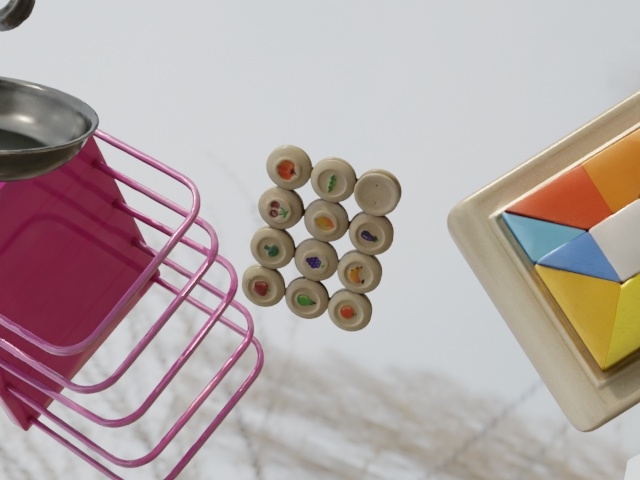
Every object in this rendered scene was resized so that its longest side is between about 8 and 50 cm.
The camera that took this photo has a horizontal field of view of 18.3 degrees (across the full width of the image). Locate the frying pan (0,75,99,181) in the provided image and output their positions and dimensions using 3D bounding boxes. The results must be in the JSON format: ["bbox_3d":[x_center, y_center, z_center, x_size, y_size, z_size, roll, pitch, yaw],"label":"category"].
[{"bbox_3d":[-0.302,-0.074,1.469,0.326,0.197,0.053,-26,-52,-55],"label":"frying pan"}]

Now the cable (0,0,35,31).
[{"bbox_3d":[-0.413,-0.277,2.315,0.072,0.287,0.139,43,-125,-41],"label":"cable"}]

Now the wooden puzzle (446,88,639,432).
[{"bbox_3d":[0.253,0.006,1.622,0.238,0.221,0.044,-33,-14,5],"label":"wooden puzzle"}]

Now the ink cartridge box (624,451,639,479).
[{"bbox_3d":[0.272,0.200,1.266,0.127,0.128,0.176,-37,12,29],"label":"ink cartridge box"}]

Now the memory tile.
[{"bbox_3d":[0.000,0.000,1.579,0.012,0.113,0.148,-61,-14,-61],"label":"memory tile"}]

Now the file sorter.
[{"bbox_3d":[-0.185,0.063,1.729,0.202,0.182,0.291,-51,-28,-19],"label":"file sorter"}]
